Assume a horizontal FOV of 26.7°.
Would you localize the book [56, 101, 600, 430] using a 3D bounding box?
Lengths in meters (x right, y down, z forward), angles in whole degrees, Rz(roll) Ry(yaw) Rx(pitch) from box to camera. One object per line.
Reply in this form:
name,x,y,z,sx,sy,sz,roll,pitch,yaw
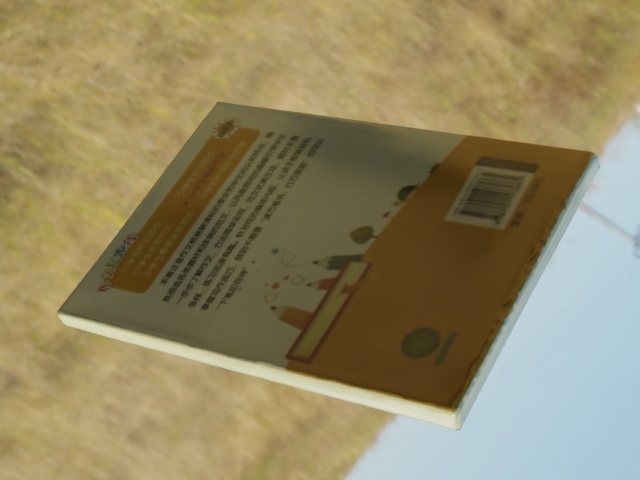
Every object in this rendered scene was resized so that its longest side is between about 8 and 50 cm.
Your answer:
book,0.000,0.000,0.842,0.208,0.295,0.020,-57,141,-30
